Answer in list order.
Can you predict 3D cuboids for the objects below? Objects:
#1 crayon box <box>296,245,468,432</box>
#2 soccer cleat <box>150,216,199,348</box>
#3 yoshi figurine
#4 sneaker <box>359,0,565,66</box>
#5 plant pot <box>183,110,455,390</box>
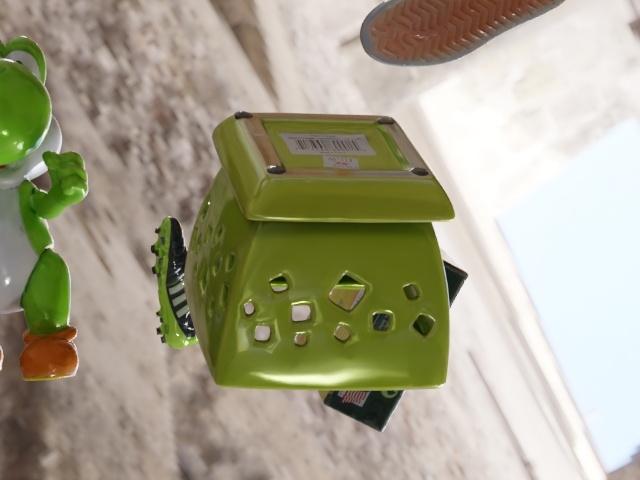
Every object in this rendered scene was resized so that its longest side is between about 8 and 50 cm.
[{"bbox_3d":[0.063,0.078,2.114,0.202,0.081,0.318,-62,-169,7],"label":"crayon box"},{"bbox_3d":[-0.165,0.049,2.217,0.072,0.178,0.060,-9,-151,-15],"label":"soccer cleat"},{"bbox_3d":[-0.334,-0.035,1.870,0.204,0.362,0.203,-1,179,-39],"label":"yoshi figurine"},{"bbox_3d":[0.179,-0.301,2.385,0.302,0.108,0.121,-20,-168,-16],"label":"sneaker"},{"bbox_3d":[0.000,0.000,1.723,0.228,0.207,0.227,0,-154,-13],"label":"plant pot"}]
